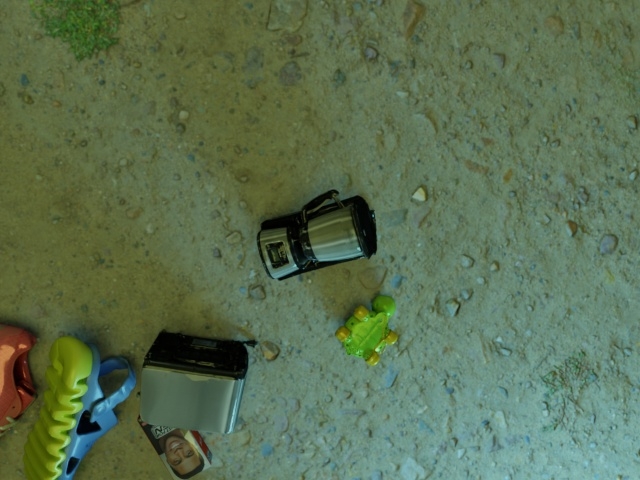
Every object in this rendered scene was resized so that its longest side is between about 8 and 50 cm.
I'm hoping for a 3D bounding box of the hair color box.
[{"bbox_3d":[-0.257,0.351,1.068,0.071,0.043,0.141,-29,100,-4],"label":"hair color box"}]

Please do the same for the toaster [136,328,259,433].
[{"bbox_3d":[-0.201,0.229,1.001,0.185,0.168,0.110,9,98,-7],"label":"toaster"}]

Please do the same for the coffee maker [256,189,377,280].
[{"bbox_3d":[0.000,0.000,1.020,0.178,0.171,0.120,-14,76,15],"label":"coffee maker"}]

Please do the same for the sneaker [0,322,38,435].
[{"bbox_3d":[-0.543,0.285,0.988,0.136,0.116,0.314,8,95,-9],"label":"sneaker"}]

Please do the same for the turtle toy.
[{"bbox_3d":[0.088,0.154,1.078,0.095,0.066,0.130,41,89,-9],"label":"turtle toy"}]

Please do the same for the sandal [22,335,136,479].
[{"bbox_3d":[-0.403,0.311,1.012,0.138,0.126,0.318,9,110,-46],"label":"sandal"}]
